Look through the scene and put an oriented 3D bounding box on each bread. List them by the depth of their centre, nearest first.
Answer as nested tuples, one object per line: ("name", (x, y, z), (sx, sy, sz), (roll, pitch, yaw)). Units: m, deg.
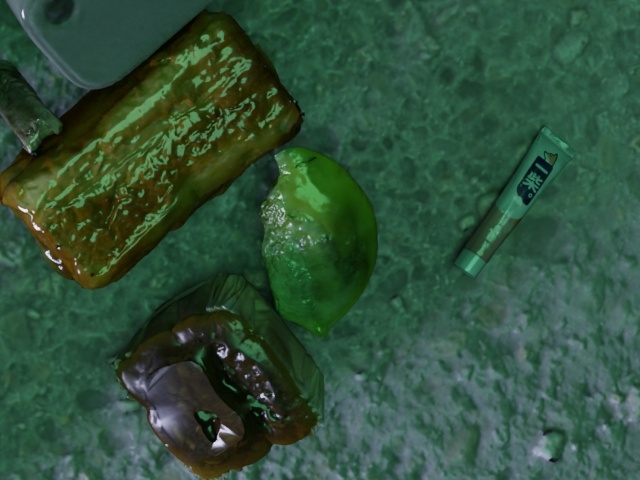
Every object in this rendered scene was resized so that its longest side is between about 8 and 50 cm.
("bread", (-0.192, -0.103, 1.534), (0.344, 0.149, 0.195), (-39, 115, -3))
("bread", (-0.116, 0.165, 1.595), (0.192, 0.110, 0.210), (-29, 106, 17))

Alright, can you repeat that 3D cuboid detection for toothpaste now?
("toothpaste", (0.238, -0.044, 1.691), (0.056, 0.036, 0.205), (37, 88, -16))

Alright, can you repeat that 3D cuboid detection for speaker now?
("speaker", (-0.170, -0.369, 1.443), (0.406, 0.184, 0.183), (-41, 145, -2))

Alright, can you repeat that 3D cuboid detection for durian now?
("durian", (0.000, 0.000, 1.595), (0.139, 0.101, 0.250), (-15, 127, -31))

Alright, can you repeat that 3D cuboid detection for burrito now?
("burrito", (-0.334, -0.151, 1.499), (0.051, 0.171, 0.042), (-34, 135, -11))
